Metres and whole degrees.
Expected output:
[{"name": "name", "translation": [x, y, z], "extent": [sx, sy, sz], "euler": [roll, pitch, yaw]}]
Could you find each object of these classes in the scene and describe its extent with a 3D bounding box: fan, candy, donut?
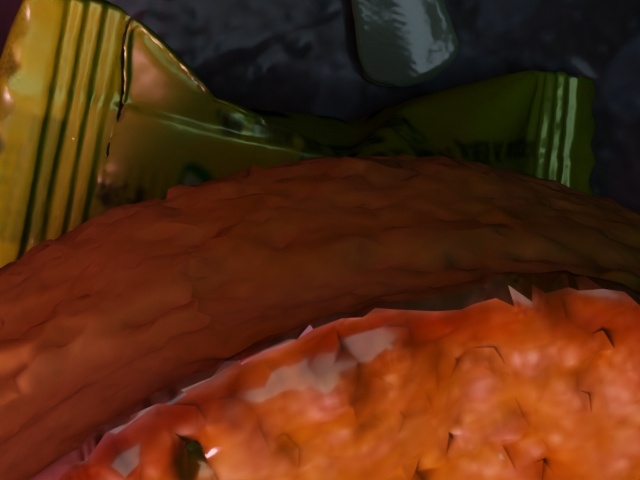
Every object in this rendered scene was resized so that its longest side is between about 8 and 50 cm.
[{"name": "fan", "translation": [0.009, -0.144, 0.666], "extent": [0.038, 0.016, 0.193], "euler": [-20, 108, -10]}, {"name": "candy", "translation": [0.000, 0.000, 0.658], "extent": [0.246, 0.069, 0.149], "euler": [2, 105, -34]}, {"name": "donut", "translation": [0.015, 0.134, 0.606], "extent": [0.435, 0.163, 0.378], "euler": [-16, 126, -12]}]
